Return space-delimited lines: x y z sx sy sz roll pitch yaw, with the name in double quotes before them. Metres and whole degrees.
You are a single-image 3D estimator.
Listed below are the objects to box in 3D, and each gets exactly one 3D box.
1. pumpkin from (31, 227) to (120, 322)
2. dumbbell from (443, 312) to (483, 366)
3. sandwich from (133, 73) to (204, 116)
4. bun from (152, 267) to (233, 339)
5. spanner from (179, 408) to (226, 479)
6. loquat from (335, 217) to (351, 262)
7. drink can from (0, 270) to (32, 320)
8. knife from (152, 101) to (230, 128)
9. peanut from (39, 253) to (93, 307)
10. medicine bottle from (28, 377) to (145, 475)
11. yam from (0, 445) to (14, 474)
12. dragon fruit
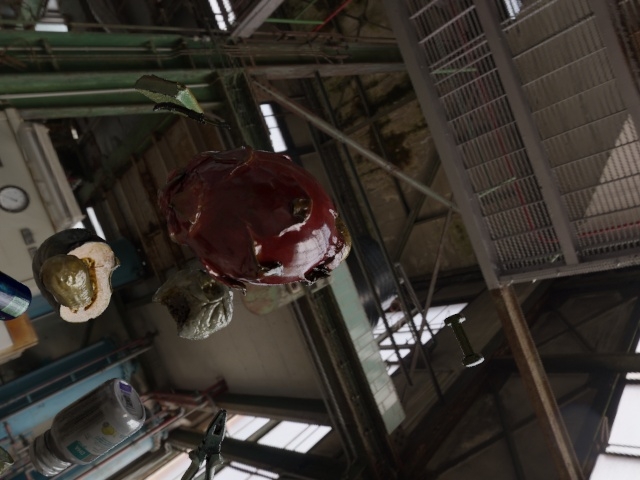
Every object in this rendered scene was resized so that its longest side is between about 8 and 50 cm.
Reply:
"pumpkin" -0.821 0.085 1.478 0.232 0.242 0.324 34 -60 31
"dumbbell" 0.320 0.222 0.983 0.046 0.052 0.118 -32 -119 26
"sandwich" -0.463 -0.464 1.456 0.245 0.212 0.063 24 -91 34
"bun" -0.435 0.211 1.589 0.205 0.281 0.281 -39 -102 23
"spanner" -0.311 0.596 1.139 0.040 0.096 0.324 14 -97 66
"loquat" 0.000 0.000 1.664 0.235 0.235 0.235 19 -60 38
"drink can" -0.893 0.138 1.186 0.118 0.118 0.205 46 -19 20
"knife" -0.376 -0.371 1.296 0.021 0.222 0.045 139 -43 -59
"peanut" -0.676 0.112 1.180 0.120 0.110 0.236 32 -32 1
"medicine bottle" -0.522 0.421 0.981 0.135 0.215 0.135 54 -9 13
"yam" -0.654 0.457 0.799 0.068 0.169 0.068 34 -21 15
"dragon fruit" -0.102 -0.035 0.733 0.315 0.250 0.250 45 -44 -7
